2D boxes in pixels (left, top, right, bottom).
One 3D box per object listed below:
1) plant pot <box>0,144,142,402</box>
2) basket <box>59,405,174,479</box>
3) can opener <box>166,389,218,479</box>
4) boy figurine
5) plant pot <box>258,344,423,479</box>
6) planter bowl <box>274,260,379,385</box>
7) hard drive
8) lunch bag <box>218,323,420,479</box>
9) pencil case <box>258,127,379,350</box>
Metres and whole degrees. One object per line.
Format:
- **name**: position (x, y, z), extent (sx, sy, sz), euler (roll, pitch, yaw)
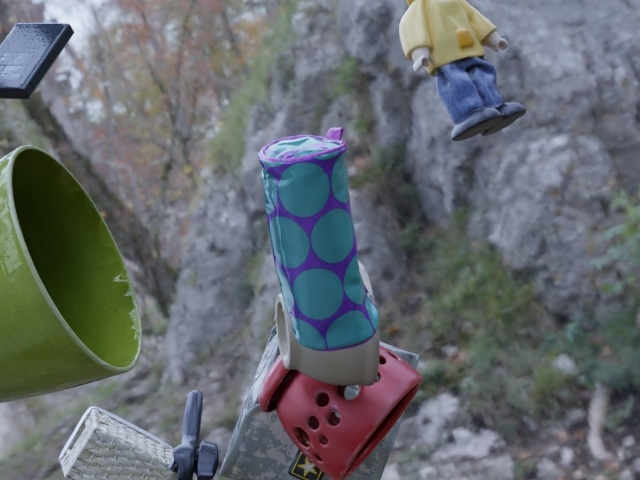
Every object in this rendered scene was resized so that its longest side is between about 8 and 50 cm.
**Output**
- **plant pot**: position (-0.396, 0.078, 1.325), extent (0.293, 0.274, 0.275), euler (-24, -9, 8)
- **basket**: position (-0.332, 0.366, 1.941), extent (0.113, 0.167, 0.103), euler (-58, 14, 2)
- **can opener**: position (-0.196, 0.305, 1.805), extent (0.073, 0.186, 0.059), euler (12, -59, -13)
- **boy figurine**: position (0.186, -0.282, 1.632), extent (0.177, 0.285, 0.092), euler (-11, -13, -35)
- **plant pot**: position (0.020, 0.213, 1.647), extent (0.191, 0.174, 0.191), euler (-50, -11, -14)
- **planter bowl**: position (0.002, 0.110, 1.501), extent (0.109, 0.162, 0.162), euler (-6, -11, -11)
- **hard drive**: position (-0.406, -0.247, 1.614), extent (0.094, 0.135, 0.022), euler (5, -39, 25)
- **lunch bag**: position (-0.005, 0.282, 1.853), extent (0.235, 0.287, 0.169), euler (22, -25, -6)
- **pencil case**: position (0.000, 0.000, 0.855), extent (0.070, 0.151, 0.064), euler (-21, 21, -31)
